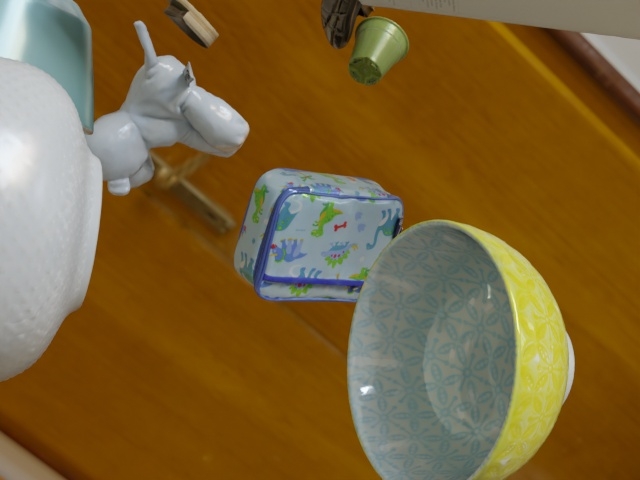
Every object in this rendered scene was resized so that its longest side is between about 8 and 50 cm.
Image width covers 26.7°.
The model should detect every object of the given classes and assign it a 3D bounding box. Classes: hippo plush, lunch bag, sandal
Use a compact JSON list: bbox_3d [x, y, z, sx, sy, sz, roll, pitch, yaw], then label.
[{"bbox_3d":[-0.273,-0.171,2.236,0.236,0.234,0.294,-49,-4,-4],"label":"hippo plush"},{"bbox_3d":[0.000,0.000,1.825,0.090,0.219,0.176,41,118,49],"label":"lunch bag"},{"bbox_3d":[-0.193,-0.347,1.688,0.079,0.240,0.088,-50,41,-6],"label":"sandal"},{"bbox_3d":[0.053,-0.360,1.910,0.219,0.060,0.090,109,147,-42],"label":"sandal"}]

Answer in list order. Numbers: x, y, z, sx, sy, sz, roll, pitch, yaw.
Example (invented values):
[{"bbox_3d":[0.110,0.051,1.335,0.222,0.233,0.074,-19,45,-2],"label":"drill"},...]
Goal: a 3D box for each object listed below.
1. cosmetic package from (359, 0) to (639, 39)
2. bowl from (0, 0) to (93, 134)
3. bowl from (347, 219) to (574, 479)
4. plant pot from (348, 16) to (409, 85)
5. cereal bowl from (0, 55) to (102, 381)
[{"bbox_3d":[0.235,-0.377,1.614,0.155,0.365,0.197,74,-152,-68],"label":"cosmetic package"},{"bbox_3d":[-0.430,-0.264,1.790,0.311,0.311,0.163,-167,94,-71],"label":"bowl"},{"bbox_3d":[0.169,0.127,1.405,0.289,0.156,0.289,-15,72,56],"label":"bowl"},{"bbox_3d":[0.076,-0.266,1.941,0.083,0.083,0.079,-31,22,45],"label":"plant pot"},{"bbox_3d":[-0.305,-0.014,1.370,0.339,0.141,0.339,-171,90,-74],"label":"cereal bowl"}]
